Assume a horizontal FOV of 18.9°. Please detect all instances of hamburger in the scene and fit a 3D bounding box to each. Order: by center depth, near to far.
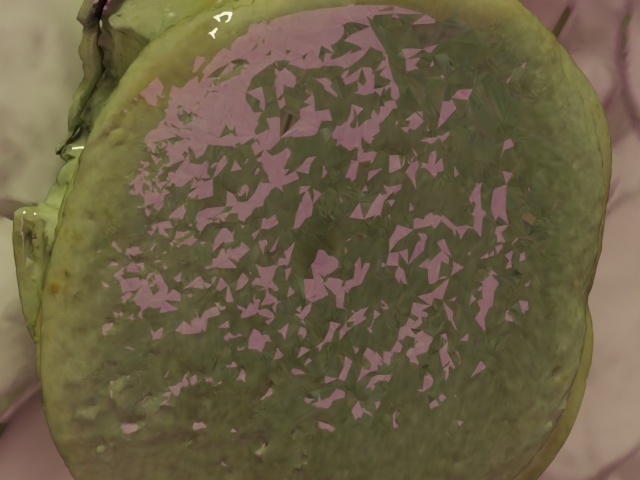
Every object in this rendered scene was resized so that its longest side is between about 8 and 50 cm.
[{"bbox_3d":[0.000,0.000,0.425,0.133,0.062,0.140,5,106,-18],"label":"hamburger"}]
